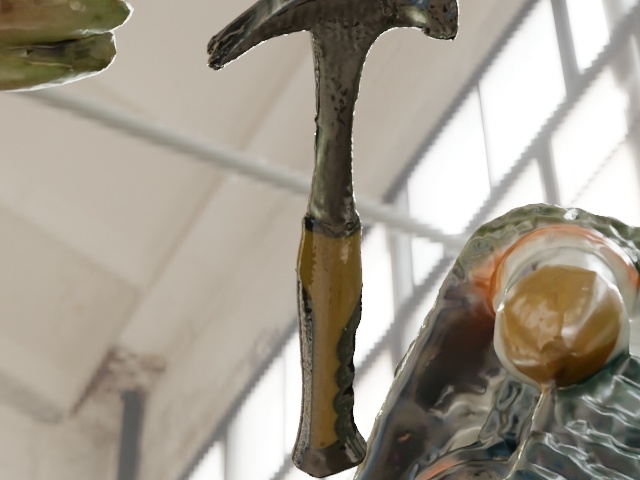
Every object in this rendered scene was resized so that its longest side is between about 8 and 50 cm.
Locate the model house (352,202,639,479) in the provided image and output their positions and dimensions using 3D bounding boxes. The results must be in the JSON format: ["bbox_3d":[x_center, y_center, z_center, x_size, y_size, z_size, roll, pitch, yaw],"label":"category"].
[{"bbox_3d":[0.109,0.134,0.947,0.190,0.301,0.271,25,-80,3],"label":"model house"}]

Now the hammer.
[{"bbox_3d":[0.000,0.000,0.667,0.078,0.021,0.201,0,-55,-4],"label":"hammer"}]

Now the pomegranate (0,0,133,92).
[{"bbox_3d":[-0.211,-0.093,0.615,0.302,0.236,0.236,3,-48,-18],"label":"pomegranate"}]
